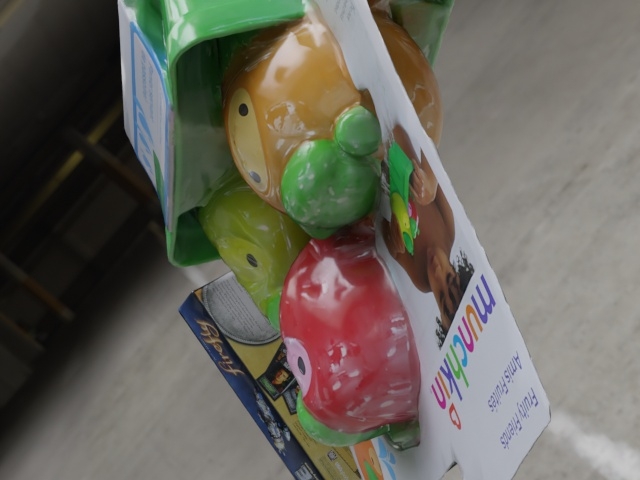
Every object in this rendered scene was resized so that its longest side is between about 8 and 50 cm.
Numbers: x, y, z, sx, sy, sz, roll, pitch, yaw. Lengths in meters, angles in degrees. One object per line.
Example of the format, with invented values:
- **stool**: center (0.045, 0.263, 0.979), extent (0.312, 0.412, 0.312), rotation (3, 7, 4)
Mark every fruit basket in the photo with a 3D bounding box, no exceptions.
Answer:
- **fruit basket**: center (0.000, 0.000, 0.699), extent (0.165, 0.353, 0.327), rotation (-10, -26, -12)

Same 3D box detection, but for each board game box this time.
- **board game box**: center (0.014, 0.115, 1.108), extent (0.165, 0.243, 0.042), rotation (-29, -10, -35)
